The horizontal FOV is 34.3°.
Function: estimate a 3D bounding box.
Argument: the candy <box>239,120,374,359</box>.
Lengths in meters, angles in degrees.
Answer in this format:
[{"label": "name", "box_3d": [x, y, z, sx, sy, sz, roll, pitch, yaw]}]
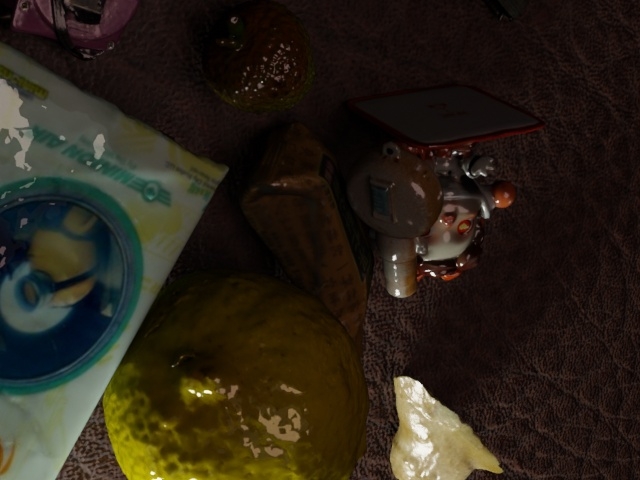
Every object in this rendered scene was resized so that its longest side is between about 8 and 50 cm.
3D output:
[{"label": "candy", "box_3d": [0.000, 0.000, 1.153, 0.143, 0.101, 0.271, -76, 146, -49]}]

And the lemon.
[{"label": "lemon", "box_3d": [-0.081, 0.164, 1.059, 0.268, 0.268, 0.322, -55, 155, -4]}]

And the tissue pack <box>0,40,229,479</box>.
[{"label": "tissue pack", "box_3d": [-0.304, 0.032, 0.925, 0.287, 0.162, 0.388, 29, 89, -39]}]

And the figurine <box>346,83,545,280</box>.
[{"label": "figurine", "box_3d": [0.132, -0.046, 1.213, 0.183, 0.160, 0.226, -12, 122, -29]}]

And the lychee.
[{"label": "lychee", "box_3d": [-0.061, -0.184, 1.041, 0.146, 0.114, 0.114, 23, 94, -61]}]

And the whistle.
[{"label": "whistle", "box_3d": [0.080, -0.019, 1.123, 0.057, 0.107, 0.220, -55, 151, -34]}]

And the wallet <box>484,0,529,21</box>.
[{"label": "wallet", "box_3d": [0.174, -0.403, 1.158, 0.317, 0.044, 0.169, 38, 82, -40]}]

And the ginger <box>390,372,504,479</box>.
[{"label": "ginger", "box_3d": [0.129, 0.252, 1.347, 0.122, 0.115, 0.193, -38, 115, 2]}]

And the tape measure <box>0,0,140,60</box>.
[{"label": "tape measure", "box_3d": [-0.223, -0.228, 0.935, 0.118, 0.074, 0.125, 6, 106, -37]}]
